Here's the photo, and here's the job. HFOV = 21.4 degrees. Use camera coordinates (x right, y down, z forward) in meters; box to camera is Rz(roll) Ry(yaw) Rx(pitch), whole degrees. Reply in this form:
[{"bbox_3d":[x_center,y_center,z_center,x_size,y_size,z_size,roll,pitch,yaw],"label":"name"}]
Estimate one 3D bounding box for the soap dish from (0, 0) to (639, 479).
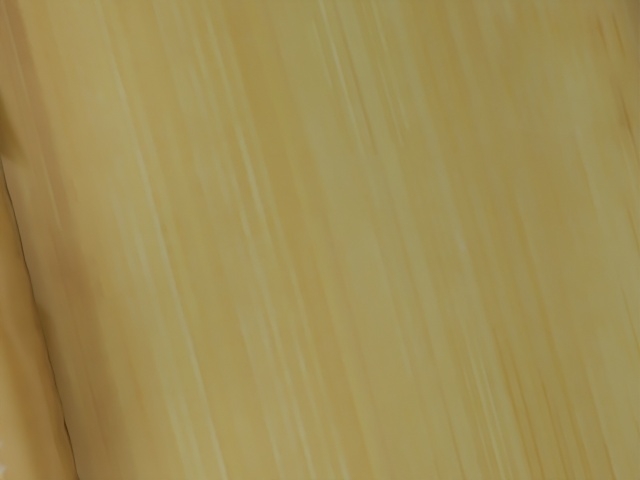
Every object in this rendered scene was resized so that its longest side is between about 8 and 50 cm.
[{"bbox_3d":[0.000,0.000,0.396,0.118,0.228,0.291,158,98,-72],"label":"soap dish"}]
